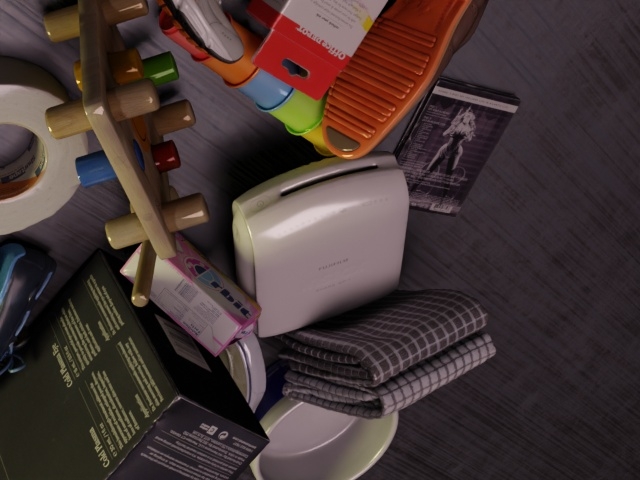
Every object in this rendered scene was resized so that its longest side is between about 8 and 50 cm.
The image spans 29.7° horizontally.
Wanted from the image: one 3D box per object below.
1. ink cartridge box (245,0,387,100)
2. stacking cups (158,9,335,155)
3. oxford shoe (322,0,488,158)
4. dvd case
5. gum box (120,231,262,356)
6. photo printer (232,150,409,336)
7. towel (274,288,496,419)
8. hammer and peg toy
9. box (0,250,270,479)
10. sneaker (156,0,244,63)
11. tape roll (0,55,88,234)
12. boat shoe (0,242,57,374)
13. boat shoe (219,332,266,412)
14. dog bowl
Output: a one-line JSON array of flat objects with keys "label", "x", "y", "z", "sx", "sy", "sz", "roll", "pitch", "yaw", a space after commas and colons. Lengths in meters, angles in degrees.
[{"label": "ink cartridge box", "x": 0.002, "y": -0.309, "z": 1.528, "sx": 0.134, "sy": 0.078, "sz": 0.231, "roll": 25, "pitch": 103, "yaw": -41}, {"label": "stacking cups", "x": -0.071, "y": -0.218, "z": 1.570, "sx": 0.096, "sy": 0.096, "sz": 0.316, "roll": -47, "pitch": 134, "yaw": 12}, {"label": "oxford shoe", "x": 0.136, "y": -0.253, "z": 1.600, "sx": 0.364, "sy": 0.130, "sz": 0.132, "roll": -55, "pitch": 151, "yaw": 1}, {"label": "dvd case", "x": 0.191, "y": -0.139, "z": 1.840, "sx": 0.164, "sy": 0.018, "sz": 0.221, "roll": 8, "pitch": 122, "yaw": -33}, {"label": "gum box", "x": -0.173, "y": 0.072, "z": 1.673, "sx": 0.062, "sy": 0.188, "sz": 0.107, "roll": -49, "pitch": 176, "yaw": 17}, {"label": "photo printer", "x": 0.000, "y": 0.000, "z": 1.733, "sx": 0.256, "sy": 0.107, "sz": 0.307, "roll": -18, "pitch": 149, "yaw": -13}, {"label": "towel", "x": 0.089, "y": 0.157, "z": 1.838, "sx": 0.235, "sy": 0.283, "sz": 0.121, "roll": -27, "pitch": 108, "yaw": -31}, {"label": "hammer and peg toy", "x": -0.213, "y": -0.105, "z": 1.464, "sx": 0.127, "sy": 0.266, "sz": 0.361, "roll": -16, "pitch": 135, "yaw": 3}, {"label": "box", "x": -0.286, "y": 0.248, "z": 1.641, "sx": 0.312, "sy": 0.343, "sz": 0.179, "roll": -48, "pitch": 131, "yaw": 8}, {"label": "sneaker", "x": -0.147, "y": -0.329, "z": 1.392, "sx": 0.121, "sy": 0.099, "sz": 0.262, "roll": -37, "pitch": 113, "yaw": -9}, {"label": "tape roll", "x": -0.401, "y": -0.114, "z": 1.487, "sx": 0.219, "sy": 0.072, "sz": 0.219, "roll": -15, "pitch": 131, "yaw": -18}, {"label": "boat shoe", "x": -0.433, "y": 0.129, "z": 1.649, "sx": 0.089, "sy": 0.109, "sz": 0.258, "roll": 12, "pitch": 121, "yaw": -40}, {"label": "boat shoe", "x": -0.156, "y": 0.246, "z": 1.884, "sx": 0.094, "sy": 0.109, "sz": 0.302, "roll": -27, "pitch": 143, "yaw": -34}, {"label": "dog bowl", "x": -0.008, "y": 0.307, "z": 2.038, "sx": 0.264, "sy": 0.104, "sz": 0.265, "roll": -16, "pitch": 133, "yaw": -18}]
